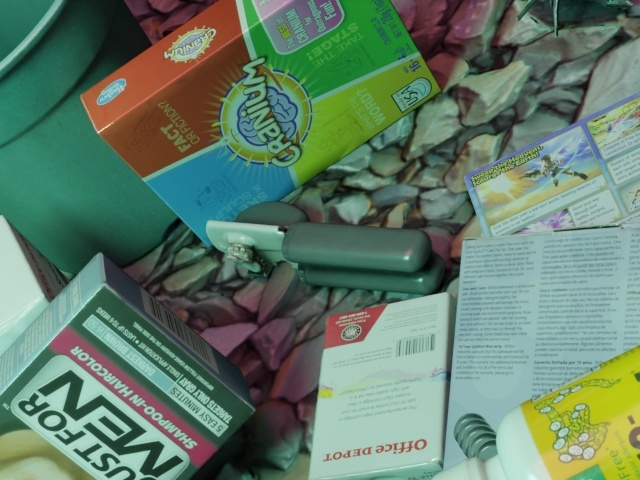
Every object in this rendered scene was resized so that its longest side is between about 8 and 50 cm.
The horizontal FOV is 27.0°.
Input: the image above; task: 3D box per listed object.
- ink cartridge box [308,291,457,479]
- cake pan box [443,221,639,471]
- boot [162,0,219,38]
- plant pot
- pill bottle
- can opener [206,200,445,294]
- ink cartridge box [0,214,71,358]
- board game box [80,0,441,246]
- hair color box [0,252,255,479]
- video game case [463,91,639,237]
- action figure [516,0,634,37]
[{"bbox_3d":[0.067,0.146,1.191,0.127,0.072,0.175,-13,49,24],"label":"ink cartridge box"},{"bbox_3d":[0.218,0.112,1.030,0.267,0.070,0.245,-7,75,44],"label":"cake pan box"},{"bbox_3d":[-0.143,-0.305,1.736,0.106,0.037,0.114,4,59,20],"label":"boot"},{"bbox_3d":[-0.312,-0.153,1.504,0.341,0.334,0.341,-18,46,20],"label":"plant pot"},{"bbox_3d":[0.175,0.129,0.764,0.208,0.117,0.117,-28,44,9],"label":"pill bottle"},{"bbox_3d":[0.000,0.000,1.358,0.280,0.074,0.093,8,59,38],"label":"can opener"},{"bbox_3d":[-0.272,0.100,1.347,0.092,0.219,0.160,-39,43,-1],"label":"ink cartridge box"},{"bbox_3d":[-0.054,-0.155,1.402,0.316,0.242,0.064,-34,51,5],"label":"board game box"},{"bbox_3d":[-0.257,0.214,1.211,0.374,0.185,0.113,-46,18,4],"label":"hair color box"},{"bbox_3d":[0.286,-0.017,1.192,0.269,0.061,0.244,-26,46,13],"label":"video game case"},{"bbox_3d":[0.297,-0.353,1.414,0.164,0.141,0.275,26,70,32],"label":"action figure"}]
